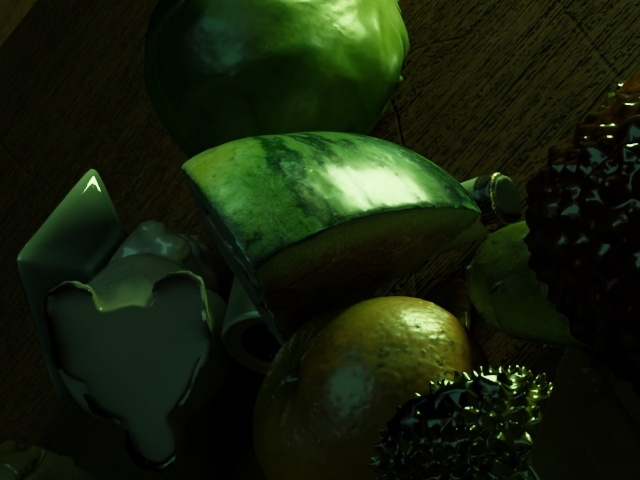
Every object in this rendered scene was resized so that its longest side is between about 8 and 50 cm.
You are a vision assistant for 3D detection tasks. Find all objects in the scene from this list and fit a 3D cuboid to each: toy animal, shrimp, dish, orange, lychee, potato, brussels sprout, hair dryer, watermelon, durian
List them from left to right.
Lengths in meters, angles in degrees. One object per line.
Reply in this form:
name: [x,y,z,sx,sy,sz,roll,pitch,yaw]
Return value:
dish: [-0.269,0.061,2.117,0.080,0.243,0.182,12,45,23]
toy animal: [-0.187,0.104,1.949,0.357,0.194,0.257,-68,-17,-87]
brussels sprout: [-0.043,-0.217,1.977,0.354,0.281,0.289,-47,-2,-38]
watermelon: [0.000,0.000,1.669,0.213,0.262,0.201,47,140,47]
orange: [0.041,0.155,1.566,0.240,0.171,0.240,-38,33,31]
hair dryer: [0.064,0.002,1.771,0.362,0.128,0.203,-19,44,37]
shrimp: [0.116,0.090,1.676,0.091,0.025,0.127,-45,29,22]
durian: [0.107,0.181,1.368,0.193,0.137,0.237,-18,12,38]
potato: [0.213,0.041,1.509,0.225,0.090,0.117,15,67,53]
lychee: [0.294,-0.002,1.233,0.276,0.304,0.275,-171,90,-83]

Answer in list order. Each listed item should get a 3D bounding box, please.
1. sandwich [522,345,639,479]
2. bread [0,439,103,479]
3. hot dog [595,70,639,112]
sandwich: [0.199,0.201,1.210,0.094,0.096,0.258,94,154,-50]
bread: [-0.321,0.331,1.902,0.184,0.211,0.224,-5,51,47]
hot dog: [0.306,-0.093,1.491,0.213,0.103,0.146,-22,42,44]
